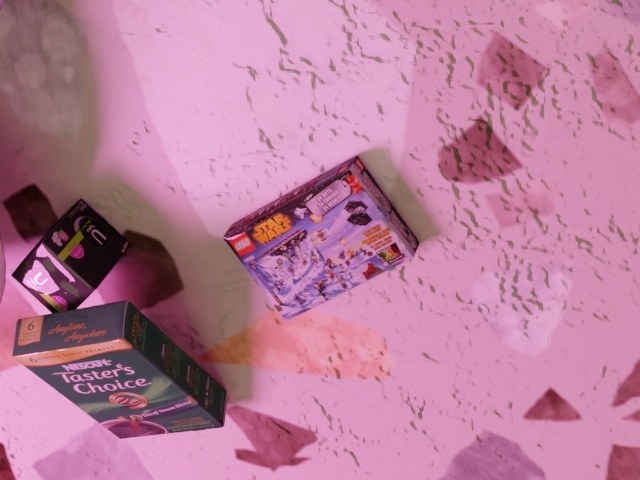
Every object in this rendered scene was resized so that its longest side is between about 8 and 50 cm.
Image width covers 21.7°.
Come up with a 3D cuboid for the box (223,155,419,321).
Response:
[{"bbox_3d":[0.000,0.000,1.386,0.137,0.027,0.094,-27,108,28],"label":"box"}]

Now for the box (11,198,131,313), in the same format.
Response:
[{"bbox_3d":[-0.213,0.016,1.428,0.062,0.083,0.052,43,121,-9],"label":"box"}]

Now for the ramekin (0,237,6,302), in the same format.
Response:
[{"bbox_3d":[-0.392,0.014,1.364,0.277,0.135,0.277,-19,138,-18],"label":"ramekin"}]

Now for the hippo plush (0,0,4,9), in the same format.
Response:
[{"bbox_3d":[-0.241,-0.252,1.201,0.236,0.234,0.294,-20,92,14],"label":"hippo plush"}]

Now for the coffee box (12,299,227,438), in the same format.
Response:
[{"bbox_3d":[-0.171,0.115,1.443,0.113,0.040,0.184,-9,147,21],"label":"coffee box"}]
